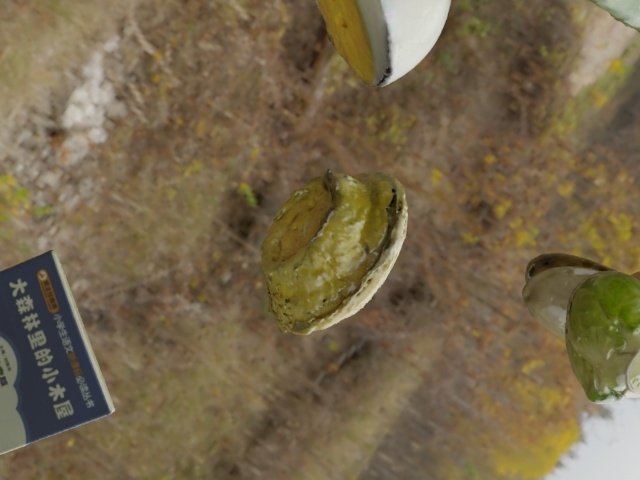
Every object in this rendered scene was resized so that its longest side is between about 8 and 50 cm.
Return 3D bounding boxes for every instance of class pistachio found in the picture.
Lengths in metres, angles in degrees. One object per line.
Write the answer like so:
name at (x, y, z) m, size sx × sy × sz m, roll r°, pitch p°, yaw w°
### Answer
pistachio at (0.402, 0.093, 1.854) m, size 0.129 × 0.206 × 0.131 m, roll -78°, pitch -166°, yaw -66°

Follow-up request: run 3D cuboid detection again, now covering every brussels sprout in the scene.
brussels sprout at (0.334, 0.105, 1.376) m, size 0.118 × 0.155 × 0.155 m, roll -11°, pitch 152°, yaw -17°

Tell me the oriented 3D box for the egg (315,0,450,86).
egg at (0.110, -0.426, 2.011) m, size 0.201 × 0.337 × 0.337 m, roll -26°, pitch 161°, yaw -13°

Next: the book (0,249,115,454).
book at (-0.443, 0.170, 1.621) m, size 0.323 × 0.228 × 0.018 m, roll -22°, pitch 178°, yaw 19°

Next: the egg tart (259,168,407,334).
egg tart at (0.000, 0.000, 2.137) m, size 0.345 × 0.132 × 0.345 m, roll -39°, pitch -151°, yaw 27°

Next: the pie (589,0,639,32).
pie at (0.278, -0.295, 1.071) m, size 0.180 × 0.395 × 0.418 m, roll -49°, pitch -150°, yaw 35°

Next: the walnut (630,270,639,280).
walnut at (0.499, 0.130, 1.704) m, size 0.193 × 0.226 × 0.193 m, roll 4°, pitch 90°, yaw -70°
